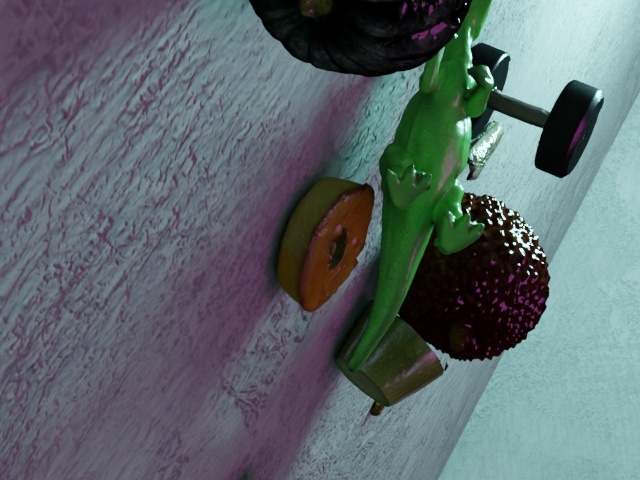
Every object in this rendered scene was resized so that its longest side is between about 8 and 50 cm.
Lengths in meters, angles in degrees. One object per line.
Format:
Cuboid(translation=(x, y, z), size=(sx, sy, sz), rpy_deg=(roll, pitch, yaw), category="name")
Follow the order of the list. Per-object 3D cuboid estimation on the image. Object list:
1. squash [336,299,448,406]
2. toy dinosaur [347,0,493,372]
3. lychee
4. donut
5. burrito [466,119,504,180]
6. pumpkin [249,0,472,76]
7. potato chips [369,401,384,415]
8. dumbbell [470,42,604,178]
Cuboid(translation=(0.110, 0.189, 1.851), size=(0.123, 0.170, 0.170), rpy_deg=(-46, 157, -16), category="squash")
Cuboid(translation=(0.114, -0.094, 1.581), size=(0.500, 0.143, 0.375), rpy_deg=(119, -16, -45), category="toy dinosaur")
Cuboid(translation=(0.240, 0.061, 1.865), size=(0.276, 0.275, 0.304), rpy_deg=(94, 12, -48), category="lychee")
Cuboid(translation=(0.000, 0.000, 1.448), size=(0.162, 0.065, 0.178), rpy_deg=(-22, 136, -59), category="donut")
Cuboid(translation=(0.292, -0.164, 2.058), size=(0.171, 0.042, 0.051), rpy_deg=(-46, 144, -47), category="burrito")
Cuboid(translation=(0.031, -0.245, 0.974), size=(0.162, 0.220, 0.221), rpy_deg=(-57, 160, -31), category="pumpkin")
Cuboid(translation=(0.157, 0.281, 2.291), size=(0.204, 0.026, 0.037), rpy_deg=(-45, 157, -47), category="potato chips")
Cuboid(translation=(0.315, -0.203, 1.791), size=(0.152, 0.218, 0.152), rpy_deg=(-54, 159, -31), category="dumbbell")
